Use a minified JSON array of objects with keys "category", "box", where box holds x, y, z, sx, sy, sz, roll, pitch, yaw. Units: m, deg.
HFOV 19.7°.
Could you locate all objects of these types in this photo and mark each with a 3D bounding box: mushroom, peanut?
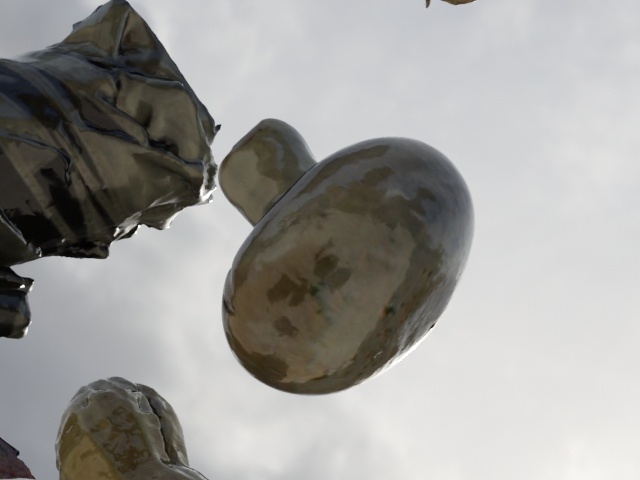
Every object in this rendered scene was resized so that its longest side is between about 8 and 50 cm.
[{"category":"mushroom","box":[0.000,0.000,1.529,0.244,0.243,0.243,14,-40,12]},{"category":"peanut","box":[-0.149,0.234,1.595,0.130,0.290,0.130,-20,-40,-18]}]

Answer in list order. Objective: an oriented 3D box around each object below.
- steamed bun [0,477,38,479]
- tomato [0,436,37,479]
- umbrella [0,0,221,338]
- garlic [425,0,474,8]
[{"category":"steamed bun","box":[-0.097,0.265,0.682,0.325,0.372,0.230,21,-34,-1]},{"category":"tomato","box":[-0.277,0.195,1.122,0.225,0.225,0.085,13,-49,12]},{"category":"umbrella","box":[-0.206,0.011,0.632,0.113,0.358,0.106,-15,-86,67]},{"category":"garlic","box":[0.117,-0.226,1.369,0.084,0.152,0.066,33,-27,24]}]
